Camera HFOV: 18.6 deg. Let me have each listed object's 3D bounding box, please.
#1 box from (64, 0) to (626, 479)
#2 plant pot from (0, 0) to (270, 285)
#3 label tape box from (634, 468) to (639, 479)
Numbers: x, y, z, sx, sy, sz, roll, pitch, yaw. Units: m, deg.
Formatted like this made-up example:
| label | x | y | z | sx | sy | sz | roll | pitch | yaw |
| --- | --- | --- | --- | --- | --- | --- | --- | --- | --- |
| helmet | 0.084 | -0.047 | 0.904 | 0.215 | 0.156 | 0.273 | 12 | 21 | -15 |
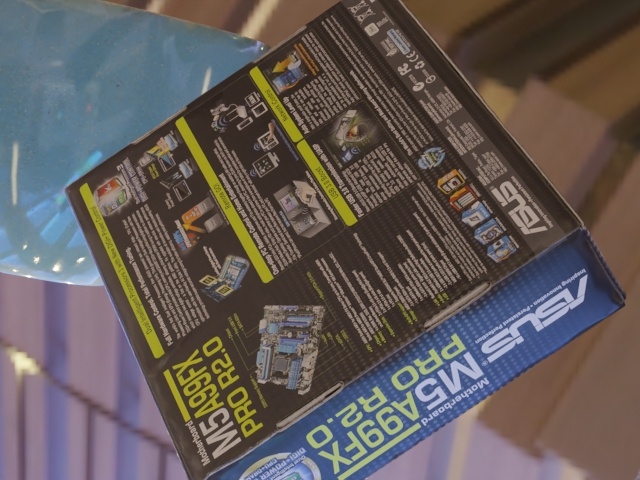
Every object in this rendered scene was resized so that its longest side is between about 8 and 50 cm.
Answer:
| label | x | y | z | sx | sy | sz | roll | pitch | yaw |
| --- | --- | --- | --- | --- | --- | --- | --- | --- | --- |
| box | 0.000 | 0.000 | 0.993 | 0.216 | 0.060 | 0.270 | -35 | -142 | 2 |
| plant pot | -0.198 | -0.076 | 1.404 | 0.290 | 0.195 | 0.290 | 13 | -177 | -1 |
| label tape box | 0.281 | 0.241 | 1.164 | 0.241 | 0.333 | 0.106 | 16 | -141 | -1 |
